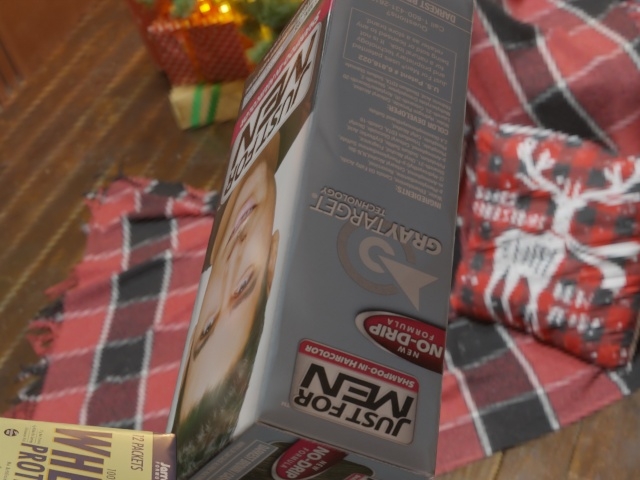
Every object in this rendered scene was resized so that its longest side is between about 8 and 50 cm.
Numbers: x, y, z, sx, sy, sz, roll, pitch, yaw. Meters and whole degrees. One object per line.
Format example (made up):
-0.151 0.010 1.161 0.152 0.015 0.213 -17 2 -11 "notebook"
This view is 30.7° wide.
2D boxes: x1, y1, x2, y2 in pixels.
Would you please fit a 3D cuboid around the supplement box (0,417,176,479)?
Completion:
-0.096 0.112 0.404 0.083 0.083 0.056 8 24 -10 "supplement box"

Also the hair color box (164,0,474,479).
0.000 0.000 0.789 0.114 0.185 0.374 21 55 -17 "hair color box"
